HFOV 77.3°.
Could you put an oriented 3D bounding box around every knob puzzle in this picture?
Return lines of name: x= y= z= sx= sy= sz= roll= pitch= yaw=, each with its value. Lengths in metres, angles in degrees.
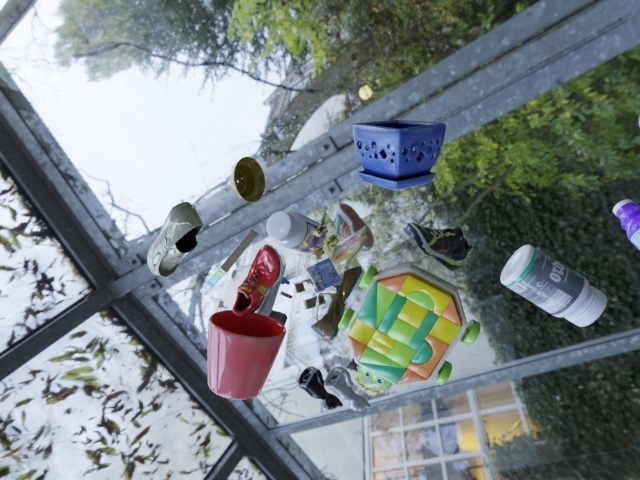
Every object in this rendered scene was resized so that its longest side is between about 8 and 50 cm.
knob puzzle: x=0.115 y=0.042 z=1.574 sx=0.030 sy=0.213 sz=0.213 roll=46 pitch=-150 yaw=-18

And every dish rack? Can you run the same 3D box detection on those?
dish rack: x=-0.309 y=0.208 z=1.705 sx=0.072 sy=0.333 sz=0.285 roll=39 pitch=-126 yaw=-35

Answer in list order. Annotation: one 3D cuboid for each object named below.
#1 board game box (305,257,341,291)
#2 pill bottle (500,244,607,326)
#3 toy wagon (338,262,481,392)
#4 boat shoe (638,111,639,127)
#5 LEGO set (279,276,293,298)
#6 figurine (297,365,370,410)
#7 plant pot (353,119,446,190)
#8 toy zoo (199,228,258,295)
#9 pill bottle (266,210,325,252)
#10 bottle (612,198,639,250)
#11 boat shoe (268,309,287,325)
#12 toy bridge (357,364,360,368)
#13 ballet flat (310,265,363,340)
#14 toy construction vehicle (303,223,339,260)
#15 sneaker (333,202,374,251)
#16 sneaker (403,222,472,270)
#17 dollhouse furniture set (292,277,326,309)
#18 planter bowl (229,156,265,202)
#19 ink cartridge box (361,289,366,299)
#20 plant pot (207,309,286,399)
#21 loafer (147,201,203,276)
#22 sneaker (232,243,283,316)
board game box: x=0.011 y=0.116 z=1.352 sx=0.090 sy=0.090 sz=0.020 roll=60 pitch=163 yaw=15
pill bottle: x=0.976 y=0.192 z=1.689 sx=0.361 sy=0.204 sz=0.204 roll=33 pitch=-155 yaw=7
toy wagon: x=0.173 y=0.225 z=0.902 sx=0.267 sy=0.344 sz=0.068 roll=28 pitch=-160 yaw=9
boat shoe: x=0.699 y=-0.250 z=0.805 sx=0.103 sy=0.093 sz=0.284 roll=129 pitch=147 yaw=-73
LEGO set: x=-0.235 y=0.202 z=1.963 sx=0.093 sy=0.227 sz=0.086 roll=65 pitch=-133 yaw=-77
figurine: x=0.057 y=0.559 z=1.473 sx=0.209 sy=0.215 sz=0.092 roll=54 pitch=-137 yaw=-24
plant pot: x=0.267 y=-0.301 z=1.396 sx=0.236 sy=0.236 sz=0.211 roll=-16 pitch=-63 yaw=-33
toy zoo: x=-0.334 y=0.089 z=1.418 sx=0.030 sy=0.293 sz=0.192 roll=40 pitch=-128 yaw=-9
pill bottle: x=-0.110 y=-0.038 z=1.818 sx=0.302 sy=0.169 sz=0.169 roll=22 pitch=-132 yaw=-61
bottle: x=1.066 y=-0.024 z=1.291 sx=0.092 sy=0.118 sz=0.282 roll=18 pitch=-143 yaw=-22
boat shoe: x=-0.290 y=0.346 z=1.750 sx=0.120 sy=0.324 sz=0.122 roll=42 pitch=-127 yaw=-36
toy bridge: x=0.167 y=0.491 z=1.585 sx=0.188 sy=0.026 sz=0.063 roll=96 pitch=-171 yaw=-62
ballet flat: x=0.055 y=0.216 z=1.533 sx=0.124 sy=0.116 sz=0.342 roll=26 pitch=-119 yaw=1
toy construction vehicle: x=0.000 y=0.000 z=1.119 sx=0.098 sy=0.035 sz=0.085 roll=-47 pitch=-44 yaw=-22
sneaker: x=0.150 y=-0.040 z=1.887 sx=0.108 sy=0.121 sz=0.302 roll=2 pitch=-139 yaw=-30
sneaker: x=0.290 y=-0.007 z=0.969 sx=0.235 sy=0.097 sz=0.084 roll=27 pitch=-160 yaw=-42
dollhouse furniture set: x=-0.033 y=0.264 z=2.030 sx=0.144 sy=0.123 sz=0.151 roll=-14 pitch=-94 yaw=-30
planter bowl: x=-0.368 y=-0.285 z=1.911 sx=0.217 sy=0.091 sz=0.216 roll=5 pitch=-96 yaw=-58
ink cartridge box: x=0.194 y=0.196 z=1.037 sx=0.061 sy=0.182 sz=0.104 roll=-149 pitch=71 yaw=-85
plant pot: x=-0.279 y=0.406 z=1.424 sx=0.275 sy=0.275 sz=0.242 roll=3 pitch=-79 yaw=-62
loafer: x=-0.415 y=0.016 z=1.150 sx=0.092 sy=0.268 sz=0.102 roll=40 pitch=-149 yaw=16
sneaker: x=-0.213 y=0.144 z=1.325 sx=0.107 sy=0.278 sz=0.118 roll=30 pitch=-158 yaw=16
